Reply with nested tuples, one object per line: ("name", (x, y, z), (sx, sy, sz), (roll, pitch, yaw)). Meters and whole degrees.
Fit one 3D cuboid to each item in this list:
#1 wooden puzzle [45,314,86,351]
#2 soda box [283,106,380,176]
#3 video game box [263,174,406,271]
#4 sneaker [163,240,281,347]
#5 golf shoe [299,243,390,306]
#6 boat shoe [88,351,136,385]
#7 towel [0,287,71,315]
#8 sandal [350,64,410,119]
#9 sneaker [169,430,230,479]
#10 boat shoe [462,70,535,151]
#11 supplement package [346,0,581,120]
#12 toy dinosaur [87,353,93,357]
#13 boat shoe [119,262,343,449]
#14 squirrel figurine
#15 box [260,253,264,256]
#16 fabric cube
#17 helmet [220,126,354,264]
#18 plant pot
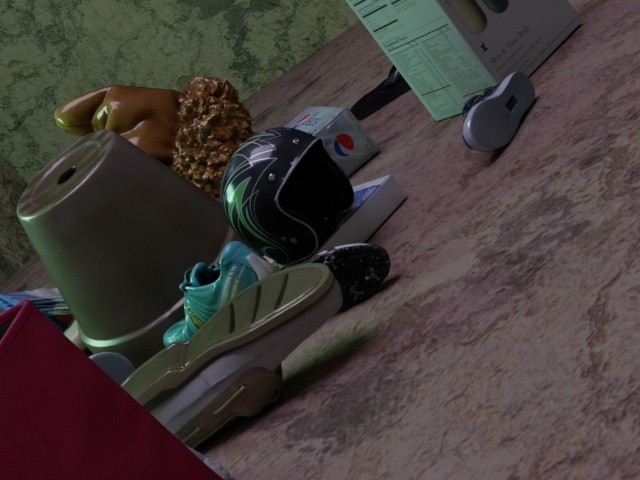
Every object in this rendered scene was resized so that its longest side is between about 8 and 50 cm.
("wooden puzzle", (-0.523, 0.226, 2.031), (0.322, 0.080, 0.348), (-49, 12, 0))
("soda box", (0.007, -0.174, 2.049), (0.091, 0.098, 0.286), (-41, 13, -6))
("video game box", (0.000, 0.000, 1.615), (0.205, 0.048, 0.187), (-46, 14, -30))
("sneaker", (-0.142, 0.079, 1.567), (0.275, 0.110, 0.107), (-38, 9, 48))
("golf shoe", (0.008, 0.042, 1.396), (0.198, 0.077, 0.094), (-28, 17, 33))
("boat shoe", (-0.430, 0.282, 1.627), (0.367, 0.136, 0.156), (-42, 14, -25))
("towel", (-0.416, 0.096, 2.026), (0.285, 0.034, 0.209), (-4, 7, -29))
("sandal", (0.155, -0.321, 2.233), (0.254, 0.054, 0.097), (-33, 15, 22))
("sneaker", (-0.188, 0.231, 1.204), (0.232, 0.115, 0.090), (-21, 22, 51))
("boat shoe", (0.218, -0.157, 1.538), (0.083, 0.065, 0.183), (-29, 11, 43))
("supplement package", (0.212, -0.358, 1.763), (0.199, 0.263, 0.198), (-45, 15, -23))
("toy dinosaur", (-0.356, 0.191, 1.880), (0.082, 0.090, 0.047), (109, 179, -50))
("boat shoe", (-0.088, 0.135, 1.280), (0.302, 0.103, 0.113), (-33, 20, 20))
("squirrel figurine", (-0.280, -0.119, 2.160), (0.397, 0.281, 0.370), (-22, 40, 9))
("box", (-0.096, -0.038, 1.957), (0.159, 0.044, 0.233), (-32, 19, 22))
("fabric cube", (-0.284, 0.260, 0.997), (0.254, 0.258, 0.259), (-29, 24, 31))
("helmet", (-0.052, -0.066, 1.521), (0.169, 0.161, 0.169), (-34, 16, 11))
("plant pot", (-0.303, -0.006, 1.774), (0.323, 0.280, 0.323), (-30, 29, 19))
